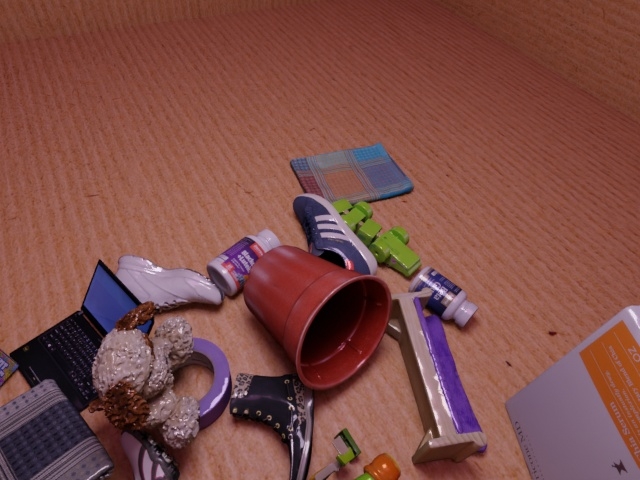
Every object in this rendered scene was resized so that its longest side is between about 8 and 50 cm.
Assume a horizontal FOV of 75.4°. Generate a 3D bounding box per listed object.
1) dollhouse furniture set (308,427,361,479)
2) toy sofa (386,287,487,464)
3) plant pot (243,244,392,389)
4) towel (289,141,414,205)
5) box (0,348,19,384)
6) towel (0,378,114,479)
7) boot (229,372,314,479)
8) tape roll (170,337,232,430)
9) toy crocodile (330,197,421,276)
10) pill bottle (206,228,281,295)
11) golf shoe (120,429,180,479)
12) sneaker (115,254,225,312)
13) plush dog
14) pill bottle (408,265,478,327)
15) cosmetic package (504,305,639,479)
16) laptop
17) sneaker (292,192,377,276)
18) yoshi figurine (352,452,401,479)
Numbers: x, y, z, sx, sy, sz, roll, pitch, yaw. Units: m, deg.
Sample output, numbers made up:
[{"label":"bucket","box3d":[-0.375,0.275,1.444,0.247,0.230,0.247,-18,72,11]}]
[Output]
[{"label":"dollhouse furniture set","box3d":[0.013,0.439,0.829,0.152,0.076,0.058,-11,51,-44]},{"label":"toy sofa","box3d":[0.260,0.296,0.945,0.177,0.150,0.362,-4,50,-8]},{"label":"plant pot","box3d":[-0.025,0.149,0.958,0.273,0.272,0.265,-31,40,-28]},{"label":"towel","box3d":[0.108,-0.229,1.448,0.371,0.040,0.271,-14,52,-17]},{"label":"box","box3d":[-0.857,0.277,0.815,0.290,0.176,0.279,18,50,12]},{"label":"towel","box3d":[-0.569,0.420,0.710,0.313,0.056,0.324,22,39,36]},{"label":"boot","box3d":[-0.104,0.386,0.874,0.179,0.085,0.236,3,45,0]},{"label":"tape roll","box3d":[-0.293,0.316,0.912,0.189,0.080,0.188,3,50,-3]},{"label":"toy crocodile","box3d":[0.150,-0.014,1.239,0.341,0.105,0.115,38,56,18]},{"label":"pill bottle","box3d":[-0.201,0.053,1.127,0.108,0.108,0.193,35,55,22]},{"label":"golf shoe","box3d":[-0.311,0.466,0.771,0.273,0.105,0.120,37,63,24]},{"label":"sneaker","box3d":[-0.392,0.131,1.062,0.298,0.111,0.129,11,65,8]},{"label":"plush dog","box3d":[-0.343,0.245,0.764,0.211,0.225,0.262,-8,53,-13]},{"label":"pill bottle","box3d":[0.330,0.153,1.110,0.169,0.094,0.094,38,56,24]},{"label":"cosmetic package","box3d":[0.540,0.325,0.751,0.162,0.452,0.229,-1,50,-7]},{"label":"laptop","box3d":[-0.538,0.219,0.931,0.234,0.136,0.264,37,55,23]},{"label":"sneaker","box3d":[0.000,0.000,1.180,0.148,0.131,0.350,-26,57,-29]},{"label":"yoshi figurine","box3d":[0.032,0.561,0.715,0.363,0.204,0.202,-23,90,-38]}]
